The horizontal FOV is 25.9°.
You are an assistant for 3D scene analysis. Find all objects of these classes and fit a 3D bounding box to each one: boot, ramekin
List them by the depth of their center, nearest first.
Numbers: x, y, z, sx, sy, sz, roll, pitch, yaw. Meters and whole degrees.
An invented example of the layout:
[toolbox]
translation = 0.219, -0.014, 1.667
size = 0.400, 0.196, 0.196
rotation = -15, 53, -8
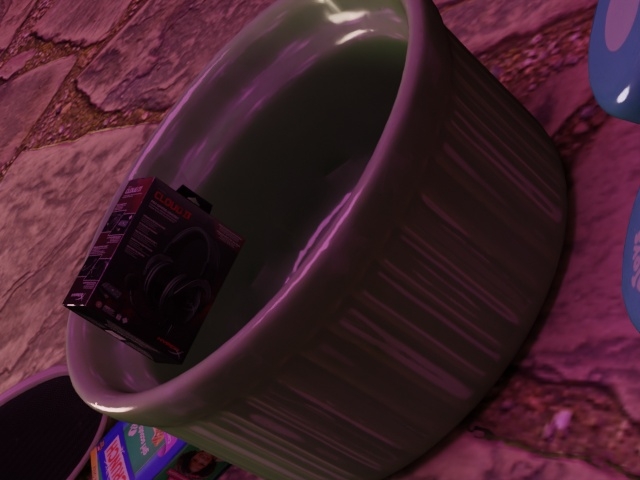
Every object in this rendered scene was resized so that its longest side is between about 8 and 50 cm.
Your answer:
[ramekin]
translation = 0.000, 0.000, 0.823
size = 0.303, 0.148, 0.303
rotation = -38, 31, 28
[boot]
translation = -0.270, 0.192, 1.115
size = 0.244, 0.088, 0.176
rotation = -46, 8, -9

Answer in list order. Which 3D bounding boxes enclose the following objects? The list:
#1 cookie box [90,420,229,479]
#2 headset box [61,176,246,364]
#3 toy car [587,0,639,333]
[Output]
[cookie box]
translation = -0.107, 0.144, 0.946
size = 0.107, 0.040, 0.092
rotation = -48, 28, 14
[headset box]
translation = -0.082, 0.012, 0.705
size = 0.032, 0.062, 0.083
rotation = -2, 57, 57
[toy car]
translation = 0.181, 0.040, 0.494
size = 0.210, 0.219, 0.238
rotation = -87, 13, -47
